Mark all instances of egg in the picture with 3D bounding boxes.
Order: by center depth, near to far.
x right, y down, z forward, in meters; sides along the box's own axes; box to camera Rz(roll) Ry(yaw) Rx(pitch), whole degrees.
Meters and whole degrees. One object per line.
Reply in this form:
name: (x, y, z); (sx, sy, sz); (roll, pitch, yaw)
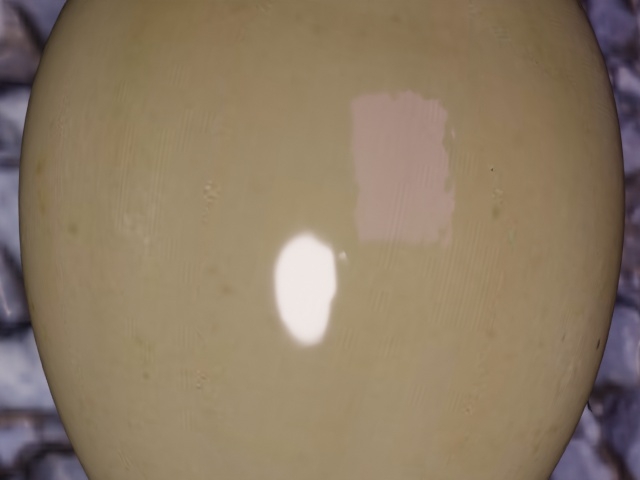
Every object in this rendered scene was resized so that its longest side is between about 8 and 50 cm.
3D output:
egg: (0.000, 0.000, 0.612); (0.189, 0.188, 0.253); (4, 86, -29)
